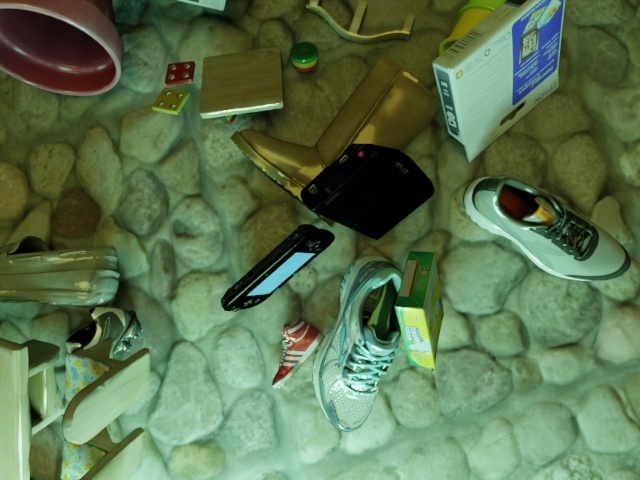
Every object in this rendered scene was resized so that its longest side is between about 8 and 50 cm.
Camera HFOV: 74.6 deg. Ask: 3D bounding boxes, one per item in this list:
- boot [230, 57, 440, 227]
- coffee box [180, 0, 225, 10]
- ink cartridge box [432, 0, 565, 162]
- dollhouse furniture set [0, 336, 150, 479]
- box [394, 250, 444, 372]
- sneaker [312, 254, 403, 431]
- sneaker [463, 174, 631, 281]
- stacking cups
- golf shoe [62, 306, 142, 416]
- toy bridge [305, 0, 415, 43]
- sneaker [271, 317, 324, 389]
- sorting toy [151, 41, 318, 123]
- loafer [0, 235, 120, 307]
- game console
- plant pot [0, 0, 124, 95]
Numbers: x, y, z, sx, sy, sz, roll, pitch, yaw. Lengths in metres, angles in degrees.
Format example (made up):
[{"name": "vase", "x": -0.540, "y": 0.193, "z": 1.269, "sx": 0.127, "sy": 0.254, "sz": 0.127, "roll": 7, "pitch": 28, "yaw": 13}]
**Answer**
[{"name": "boot", "x": 0.023, "y": -0.189, "z": 0.696, "sx": 0.236, "sy": 0.089, "sz": 0.269, "roll": 39, "pitch": 90, "yaw": -7}, {"name": "coffee box", "x": -0.270, "y": -0.459, "z": 0.636, "sx": 0.247, "sy": 0.098, "sz": 0.141, "roll": -2, "pitch": 59, "yaw": -27}, {"name": "ink cartridge box", "x": 0.280, "y": -0.254, "z": 0.648, "sx": 0.206, "sy": 0.208, "sz": 0.045, "roll": -40, "pitch": 52, "yaw": 0}, {"name": "dollhouse furniture set", "x": -0.470, "y": 0.321, "z": 0.557, "sx": 0.363, "sy": 0.256, "sz": 0.393, "roll": 11, "pitch": 104, "yaw": 12}, {"name": "box", "x": 0.154, "y": 0.112, "z": 0.631, "sx": 0.043, "sy": 0.179, "sz": 0.105, "roll": 1, "pitch": 46, "yaw": 26}, {"name": "sneaker", "x": 0.063, "y": 0.162, "z": 0.646, "sx": 0.110, "sy": 0.122, "sz": 0.282, "roll": 11, "pitch": 89, "yaw": -15}, {"name": "sneaker", "x": 0.359, "y": -0.016, "z": 0.659, "sx": 0.272, "sy": 0.108, "sz": 0.100, "roll": 29, "pitch": 88, "yaw": 2}, {"name": "stacking cups", "x": 0.313, "y": -0.428, "z": 0.688, "sx": 0.096, "sy": 0.096, "sz": 0.316, "roll": 30, "pitch": 87, "yaw": 3}, {"name": "golf shoe", "x": -0.384, "y": 0.193, "z": 0.686, "sx": 0.077, "sy": 0.094, "sz": 0.198, "roll": 22, "pitch": 81, "yaw": 47}, {"name": "toy bridge", "x": 0.064, "y": -0.379, "z": 0.726, "sx": 0.188, "sy": 0.026, "sz": 0.063, "roll": 18, "pitch": 90, "yaw": 4}, {"name": "sneaker", "x": -0.056, "y": 0.185, "z": 0.703, "sx": 0.067, "sy": 0.042, "sz": 0.118, "roll": 41, "pitch": 83, "yaw": 0}, {"name": "sorting toy", "x": -0.136, "y": -0.251, "z": 0.701, "sx": 0.275, "sy": 0.046, "sz": 0.132, "roll": -7, "pitch": 62, "yaw": 3}, {"name": "loafer", "x": -0.494, "y": 0.048, "z": 0.703, "sx": 0.320, "sy": 0.112, "sz": 0.111, "roll": 4, "pitch": 76, "yaw": 1}, {"name": "game console", "x": 0.000, "y": 0.000, "z": 0.646, "sx": 0.361, "sy": 0.213, "sz": 0.043, "roll": -40, "pitch": 62, "yaw": 19}, {"name": "plant pot", "x": -0.422, "y": -0.368, "z": 0.677, "sx": 0.202, "sy": 0.201, "sz": 0.180, "roll": -3, "pitch": 72, "yaw": 3}]
